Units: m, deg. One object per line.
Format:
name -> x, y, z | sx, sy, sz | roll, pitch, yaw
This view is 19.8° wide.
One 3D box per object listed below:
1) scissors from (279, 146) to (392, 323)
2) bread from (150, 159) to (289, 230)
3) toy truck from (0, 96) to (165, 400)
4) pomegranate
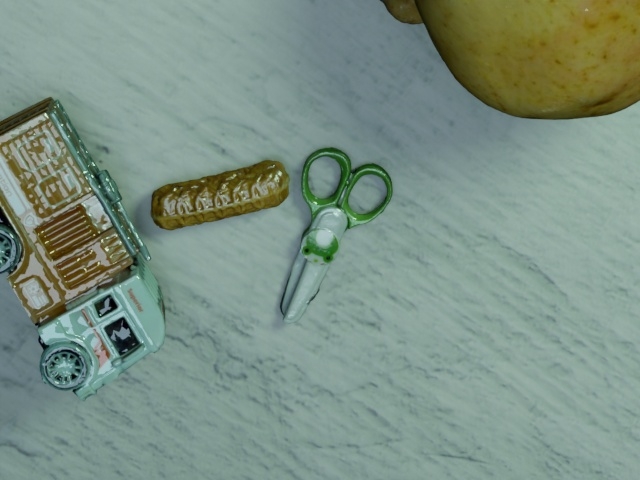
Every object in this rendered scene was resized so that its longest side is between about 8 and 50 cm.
scissors -> 0.000, 0.000, 2.002 | 0.101, 0.027, 0.204 | 23, 108, -5
bread -> -0.109, -0.048, 1.979 | 0.157, 0.044, 0.052 | -13, 106, 7
toy truck -> -0.274, 0.006, 1.961 | 0.162, 0.136, 0.305 | -28, 104, 2
pomegranate -> 0.212, -0.266, 1.752 | 0.342, 0.342, 0.342 | 1, 110, 2
